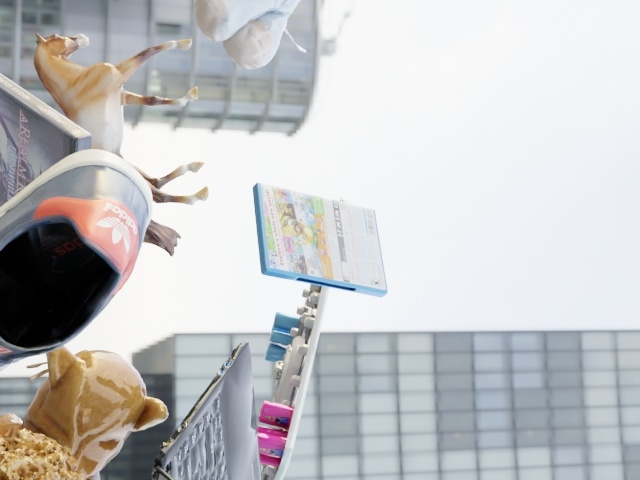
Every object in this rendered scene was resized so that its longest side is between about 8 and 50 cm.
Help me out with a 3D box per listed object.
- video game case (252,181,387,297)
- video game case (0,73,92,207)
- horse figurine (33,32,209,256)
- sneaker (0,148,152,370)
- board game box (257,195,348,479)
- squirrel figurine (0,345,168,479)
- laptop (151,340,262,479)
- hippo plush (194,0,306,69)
[{"bbox_3d":[0.000,0.000,1.428,0.015,0.166,0.119,-42,-135,45],"label":"video game case"},{"bbox_3d":[-0.351,-0.088,1.328,0.274,0.026,0.196,33,-52,29],"label":"video game case"},{"bbox_3d":[-0.215,-0.111,1.319,0.066,0.174,0.263,126,-42,-80],"label":"horse figurine"},{"bbox_3d":[-0.291,0.068,1.054,0.350,0.131,0.148,-41,-154,19],"label":"sneaker"},{"bbox_3d":[-0.055,0.192,1.665,0.390,0.050,0.390,110,-5,-56],"label":"board game box"},{"bbox_3d":[-0.367,0.327,1.614,0.370,0.281,0.397,-51,-170,7],"label":"squirrel figurine"},{"bbox_3d":[-0.032,0.238,0.849,0.264,0.136,0.234,-53,144,-60],"label":"laptop"},{"bbox_3d":[-0.042,-0.391,1.776,0.236,0.294,0.234,-24,-127,35],"label":"hippo plush"}]
